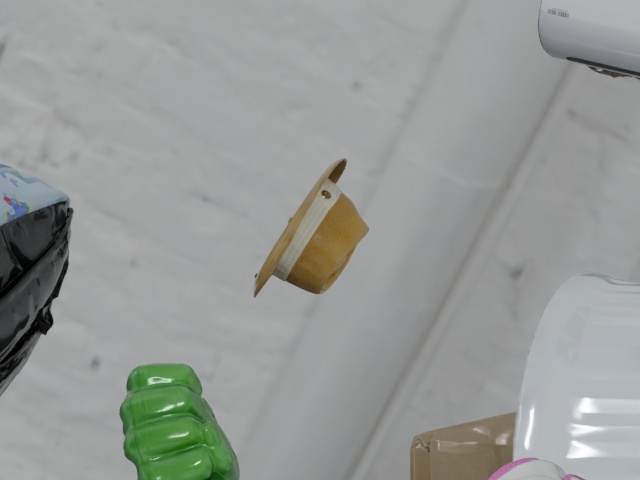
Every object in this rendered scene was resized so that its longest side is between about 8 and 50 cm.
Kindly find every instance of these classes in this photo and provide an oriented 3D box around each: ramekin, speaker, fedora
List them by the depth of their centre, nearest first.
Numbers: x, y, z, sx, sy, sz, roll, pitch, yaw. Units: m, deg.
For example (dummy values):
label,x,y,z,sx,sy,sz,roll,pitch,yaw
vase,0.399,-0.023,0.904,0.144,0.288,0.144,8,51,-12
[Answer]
label,x,y,z,sx,sy,sz,roll,pitch,yaw
speaker,0.189,-0.113,0.966,0.136,0.055,0.055,18,20,36
ramekin,0.226,0.154,1.079,0.135,0.277,0.277,-4,17,27
fedora,0.000,0.000,1.989,0.079,0.194,0.194,33,29,1

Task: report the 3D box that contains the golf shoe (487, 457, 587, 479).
label,x,y,z,sx,sy,sz,roll,pitch,yaw
golf shoe,0.099,0.163,0.736,0.115,0.306,0.140,-20,85,-6

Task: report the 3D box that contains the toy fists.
label,x,y,z,sx,sy,sz,roll,pitch,yaw
toy fists,-0.108,0.242,1.593,0.142,0.096,0.279,52,21,-76

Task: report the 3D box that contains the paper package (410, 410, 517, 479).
label,x,y,z,sx,sy,sz,roll,pitch,yaw
paper package,0.221,0.323,1.587,0.325,0.168,0.309,24,61,-56

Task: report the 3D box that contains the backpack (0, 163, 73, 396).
label,x,y,z,sx,sy,sz,roll,pitch,yaw
backpack,-0.329,0.047,1.364,0.273,0.290,0.355,30,29,23

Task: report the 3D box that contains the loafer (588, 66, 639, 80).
label,x,y,z,sx,sy,sz,roll,pitch,yaw
loafer,0.314,-0.219,1.703,0.134,0.130,0.366,52,-15,-6
